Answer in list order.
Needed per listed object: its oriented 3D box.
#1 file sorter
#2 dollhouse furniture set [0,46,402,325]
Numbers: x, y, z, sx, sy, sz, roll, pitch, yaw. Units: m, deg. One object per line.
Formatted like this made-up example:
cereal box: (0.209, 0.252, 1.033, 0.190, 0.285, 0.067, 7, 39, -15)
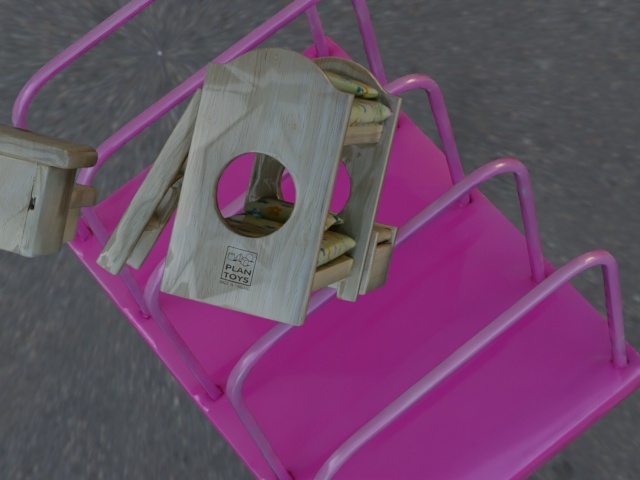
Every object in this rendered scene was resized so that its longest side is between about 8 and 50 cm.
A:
file sorter: (0.000, 0.000, 1.005, 0.202, 0.182, 0.291, -38, 63, -9)
dollhouse furniture set: (-0.053, -0.040, 0.813, 0.161, 0.182, 0.101, 14, 96, 11)
